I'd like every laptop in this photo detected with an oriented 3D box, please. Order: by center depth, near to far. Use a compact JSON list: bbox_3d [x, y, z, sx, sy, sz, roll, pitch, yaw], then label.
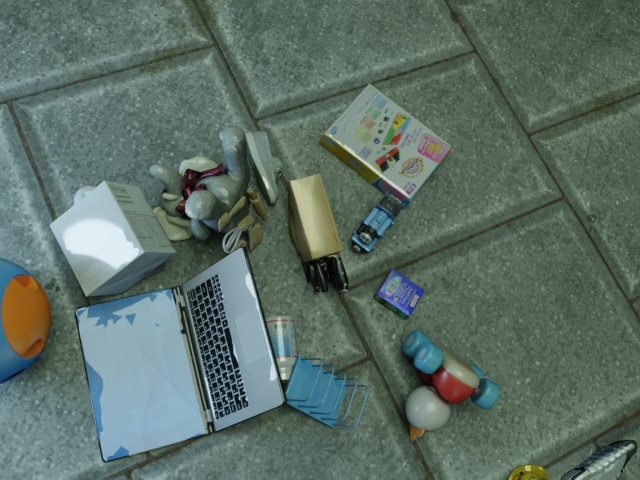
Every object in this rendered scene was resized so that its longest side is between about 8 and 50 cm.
[{"bbox_3d":[-0.336,0.263,1.644,0.236,0.408,0.382,3,64,-49],"label":"laptop"}]

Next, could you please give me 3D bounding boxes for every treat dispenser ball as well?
[{"bbox_3d":[-0.744,0.177,1.547,0.288,0.288,0.288,4,68,-11],"label":"treat dispenser ball"}]

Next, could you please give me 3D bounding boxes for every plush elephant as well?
[{"bbox_3d":[-0.315,-0.124,1.796,0.255,0.330,0.272,11,66,16],"label":"plush elephant"}]

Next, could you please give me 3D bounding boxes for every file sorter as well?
[{"bbox_3d":[0.016,0.369,1.711,0.170,0.104,0.118,35,62,-28],"label":"file sorter"}]

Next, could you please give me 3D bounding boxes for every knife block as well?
[{"bbox_3d":[0.000,0.000,1.822,0.088,0.276,0.242,-16,44,-19],"label":"knife block"}]

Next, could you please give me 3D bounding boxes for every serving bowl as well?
[{"bbox_3d":[-0.601,-0.109,1.836,0.083,0.027,0.083,5,67,-11],"label":"serving bowl"}]

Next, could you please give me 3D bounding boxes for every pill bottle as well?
[{"bbox_3d":[-0.102,0.274,1.766,0.087,0.087,0.160,-1,69,-13],"label":"pill bottle"}]

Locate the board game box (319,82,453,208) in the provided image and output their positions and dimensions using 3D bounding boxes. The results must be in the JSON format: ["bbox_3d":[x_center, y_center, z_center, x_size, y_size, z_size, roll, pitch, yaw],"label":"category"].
[{"bbox_3d":[0.194,-0.279,2.065,0.316,0.064,0.242,39,66,4],"label":"board game box"}]

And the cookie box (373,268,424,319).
[{"bbox_3d":[0.213,0.147,1.914,0.107,0.040,0.092,35,65,2],"label":"cookie box"}]

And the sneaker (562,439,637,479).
[{"bbox_3d":[0.750,0.623,1.834,0.228,0.086,0.132,-27,82,-11],"label":"sneaker"}]

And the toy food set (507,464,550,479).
[{"bbox_3d":[0.552,0.673,1.767,0.128,0.071,0.218,-7,71,-15],"label":"toy food set"}]

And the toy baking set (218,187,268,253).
[{"bbox_3d":[-0.188,-0.030,1.773,0.030,0.256,0.197,12,64,16],"label":"toy baking set"}]

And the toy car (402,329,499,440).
[{"bbox_3d":[0.280,0.391,1.783,0.219,0.210,0.238,33,93,-13],"label":"toy car"}]

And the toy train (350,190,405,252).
[{"bbox_3d":[0.154,-0.048,1.942,0.080,0.105,0.184,38,65,4],"label":"toy train"}]

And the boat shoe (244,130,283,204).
[{"bbox_3d":[-0.145,-0.209,1.952,0.081,0.079,0.227,-15,70,-14],"label":"boat shoe"}]

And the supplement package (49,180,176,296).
[{"bbox_3d":[-0.500,-0.003,1.709,0.194,0.149,0.203,-35,78,16],"label":"supplement package"}]
